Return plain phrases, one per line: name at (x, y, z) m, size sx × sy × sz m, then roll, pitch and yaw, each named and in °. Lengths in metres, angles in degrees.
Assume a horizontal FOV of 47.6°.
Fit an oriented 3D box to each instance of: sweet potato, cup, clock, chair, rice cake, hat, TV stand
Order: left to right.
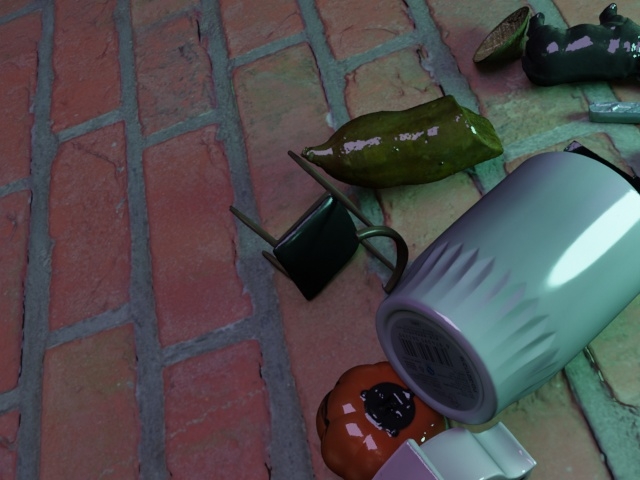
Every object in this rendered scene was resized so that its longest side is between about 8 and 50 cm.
chair at (0.000, 0.000, 1.248) m, size 0.166 × 0.188 × 0.272 m, roll -45°, pitch 52°, yaw -11°
sweet potato at (0.149, -0.168, 1.306) m, size 0.369 × 0.158 × 0.158 m, roll -15°, pitch 54°, yaw -2°
clock at (0.138, 0.372, 0.965) m, size 0.080 × 0.275 × 0.290 m, roll 48°, pitch 119°, yaw 34°
hat at (0.378, -0.386, 1.440) m, size 0.146 × 0.067 × 0.146 m, roll -45°, pitch 15°, yaw 16°
cup at (0.271, 0.063, 1.011) m, size 0.371 × 0.253 × 0.253 m, roll -36°, pitch 52°, yaw -27°
TV stand at (0.509, -0.080, 1.197) m, size 0.040 × 0.049 × 0.256 m, roll -40°, pitch 54°, yaw -7°
rice cake at (0.566, -0.225, 1.275) m, size 0.180 × 0.042 × 0.030 m, roll 8°, pitch 64°, yaw 25°

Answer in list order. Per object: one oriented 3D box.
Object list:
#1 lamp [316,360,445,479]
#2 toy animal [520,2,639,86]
lamp at (0.085, 0.275, 1.052) m, size 0.187 × 0.164 × 0.188 m, roll 5°, pitch 53°, yaw -7°
toy animal at (0.543, -0.347, 1.327) m, size 0.343 × 0.106 × 0.168 m, roll 10°, pitch 62°, yaw 21°
